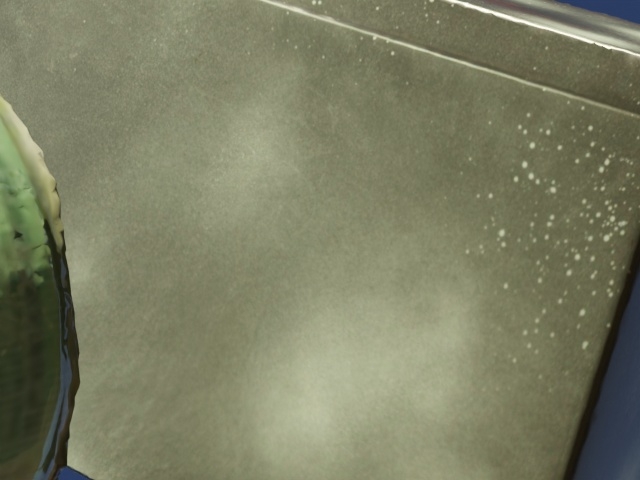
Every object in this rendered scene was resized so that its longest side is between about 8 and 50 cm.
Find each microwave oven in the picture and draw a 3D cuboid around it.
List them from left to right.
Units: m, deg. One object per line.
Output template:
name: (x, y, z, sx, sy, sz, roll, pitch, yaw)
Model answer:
microwave oven: (0.000, 0.000, 0.855, 0.236, 0.432, 0.374, -7, -64, -58)

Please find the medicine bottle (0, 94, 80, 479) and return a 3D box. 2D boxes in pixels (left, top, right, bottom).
medicine bottle: (-0.272, 0.039, 0.359, 0.406, 0.236, 0.236, -9, -62, -61)
